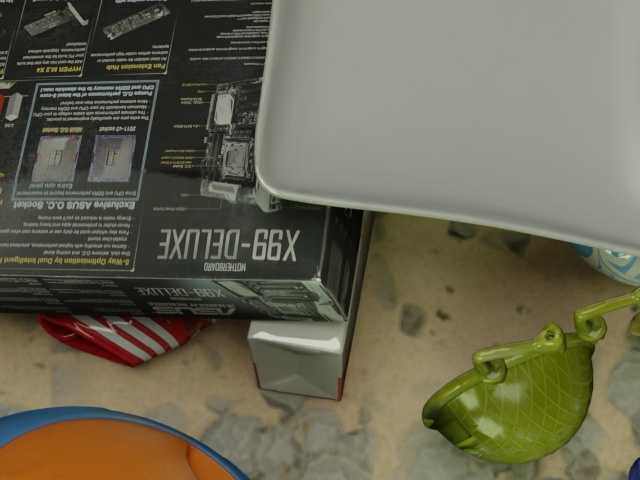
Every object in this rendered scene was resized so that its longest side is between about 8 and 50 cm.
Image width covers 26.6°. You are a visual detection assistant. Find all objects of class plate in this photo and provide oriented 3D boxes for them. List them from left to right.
[{"bbox_3d":[0.099,-0.128,0.854,0.278,0.045,0.277,9,69,-13],"label":"plate"}]

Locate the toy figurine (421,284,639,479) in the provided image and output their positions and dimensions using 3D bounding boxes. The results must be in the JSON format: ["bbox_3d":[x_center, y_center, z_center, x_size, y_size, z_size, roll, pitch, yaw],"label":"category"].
[{"bbox_3d":[0.275,0.124,0.872,0.362,0.191,0.217,-21,77,-13],"label":"toy figurine"}]

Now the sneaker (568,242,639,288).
[{"bbox_3d":[0.255,-0.079,1.001,0.086,0.085,0.237,31,71,-11],"label":"sneaker"}]

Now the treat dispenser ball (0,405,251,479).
[{"bbox_3d":[-0.143,0.239,0.769,0.288,0.288,0.288,0,68,0],"label":"treat dispenser ball"}]

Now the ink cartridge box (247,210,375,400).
[{"bbox_3d":[0.000,0.000,0.958,0.067,0.115,0.198,9,67,5],"label":"ink cartridge box"}]

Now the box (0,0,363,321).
[{"bbox_3d":[-0.121,-0.072,0.908,0.307,0.076,0.243,0,66,15],"label":"box"}]

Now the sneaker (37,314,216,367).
[{"bbox_3d":[-0.168,-0.008,0.978,0.128,0.087,0.221,-32,70,-13],"label":"sneaker"}]
